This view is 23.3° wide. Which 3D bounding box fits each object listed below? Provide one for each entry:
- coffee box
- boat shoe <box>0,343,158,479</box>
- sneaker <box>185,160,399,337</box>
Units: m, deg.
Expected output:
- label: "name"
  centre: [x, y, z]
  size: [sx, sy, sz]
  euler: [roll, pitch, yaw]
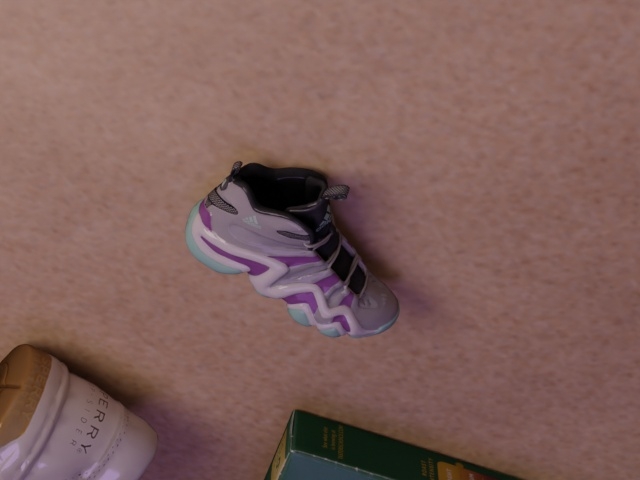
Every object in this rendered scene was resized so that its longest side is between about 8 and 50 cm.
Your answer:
- label: "coffee box"
  centre: [0.053, 0.160, 0.769]
  size: [0.184, 0.040, 0.113]
  euler: [17, 118, -7]
- label: "boat shoe"
  centre: [-0.171, 0.161, 0.802]
  size: [0.096, 0.098, 0.277]
  euler: [28, 135, -17]
- label: "sneaker"
  centre: [0.000, 0.000, 0.625]
  size: [0.098, 0.038, 0.069]
  euler: [25, 138, -15]
